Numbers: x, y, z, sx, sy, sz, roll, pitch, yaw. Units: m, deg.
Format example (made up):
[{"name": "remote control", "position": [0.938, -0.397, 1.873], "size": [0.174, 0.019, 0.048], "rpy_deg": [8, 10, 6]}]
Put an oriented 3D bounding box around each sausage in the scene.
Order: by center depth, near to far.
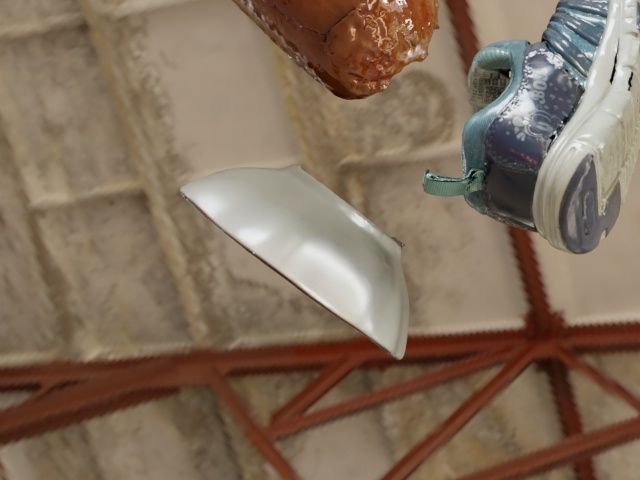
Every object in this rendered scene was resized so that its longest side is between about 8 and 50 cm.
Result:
[{"name": "sausage", "position": [-0.057, -0.218, 1.088], "size": [0.330, 0.102, 0.102], "rpy_deg": [46, -48, 21]}]

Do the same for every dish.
[{"name": "dish", "position": [0.000, 0.000, 1.148], "size": [0.191, 0.191, 0.066], "rpy_deg": [37, -90, 14]}]

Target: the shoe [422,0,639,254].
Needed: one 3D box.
[{"name": "shoe", "position": [0.090, -0.056, 0.671], "size": [0.071, 0.143, 0.064], "rpy_deg": [10, -41, 16]}]
